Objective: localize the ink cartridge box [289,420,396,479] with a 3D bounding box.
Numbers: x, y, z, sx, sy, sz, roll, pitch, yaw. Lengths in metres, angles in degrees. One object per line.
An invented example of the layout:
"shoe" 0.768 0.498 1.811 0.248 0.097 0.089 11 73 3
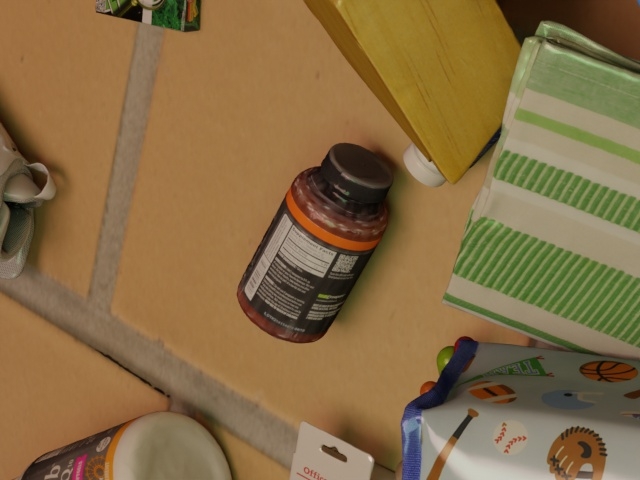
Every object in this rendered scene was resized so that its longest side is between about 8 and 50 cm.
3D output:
"ink cartridge box" 0.021 0.277 2.016 0.104 0.060 0.180 24 114 35

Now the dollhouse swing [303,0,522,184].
"dollhouse swing" 0.109 -0.308 1.714 0.305 0.315 0.347 -36 38 0

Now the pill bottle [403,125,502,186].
"pill bottle" 0.131 -0.105 1.840 0.120 0.067 0.067 -47 69 36

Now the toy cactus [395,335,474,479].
"toy cactus" 0.137 0.209 1.898 0.180 0.112 0.219 -26 85 59

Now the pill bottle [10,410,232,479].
"pill bottle" -0.241 0.296 2.174 0.278 0.162 0.162 -24 83 40

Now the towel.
"towel" 0.250 -0.018 1.660 0.247 0.038 0.325 22 135 6

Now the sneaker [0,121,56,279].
"sneaker" -0.471 -0.002 2.250 0.210 0.137 0.366 41 89 20

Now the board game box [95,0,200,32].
"board game box" -0.177 -0.359 2.071 0.136 0.030 0.260 15 108 35

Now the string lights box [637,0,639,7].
"string lights box" 0.298 -0.261 1.620 0.076 0.133 0.260 -24 83 31

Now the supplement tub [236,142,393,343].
"supplement tub" 0.000 0.000 1.948 0.106 0.106 0.198 44 123 24

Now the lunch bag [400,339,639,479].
"lunch bag" 0.240 0.311 1.692 0.327 0.239 0.386 8 109 20
